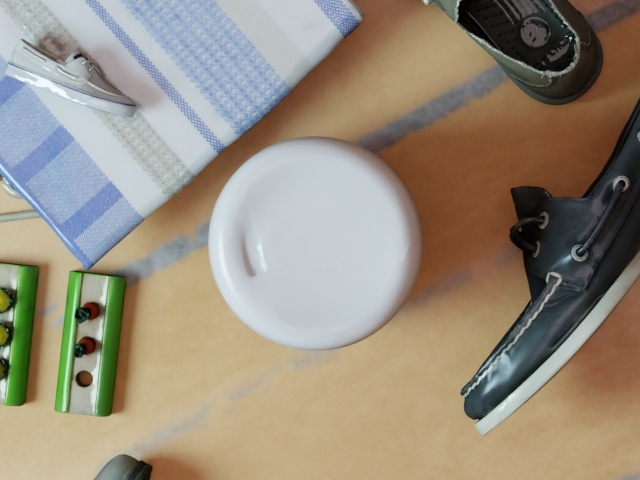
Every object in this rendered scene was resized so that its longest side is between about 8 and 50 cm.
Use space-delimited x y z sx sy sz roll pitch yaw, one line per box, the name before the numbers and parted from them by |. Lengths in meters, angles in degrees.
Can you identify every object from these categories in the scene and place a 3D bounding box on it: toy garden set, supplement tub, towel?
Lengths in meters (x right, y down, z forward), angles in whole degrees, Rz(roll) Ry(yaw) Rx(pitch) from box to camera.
toy garden set | -0.271 0.020 1.495 0.244 0.049 0.204 6 92 3
supplement tub | 0.000 0.000 1.406 0.144 0.199 0.144 0 91 2
towel | -0.133 -0.146 1.454 0.285 0.034 0.209 -43 87 3

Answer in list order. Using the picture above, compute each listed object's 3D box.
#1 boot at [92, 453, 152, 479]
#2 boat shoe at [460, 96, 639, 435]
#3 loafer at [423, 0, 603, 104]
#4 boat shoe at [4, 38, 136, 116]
boot | -0.254 0.225 1.489 0.161 0.083 0.246 40 92 7
boat shoe | 0.194 -0.017 1.434 0.113 0.127 0.340 40 92 2
loafer | 0.113 -0.204 1.450 0.251 0.087 0.094 42 93 1
boat shoe | -0.176 -0.118 1.424 0.100 0.035 0.035 22 95 10
